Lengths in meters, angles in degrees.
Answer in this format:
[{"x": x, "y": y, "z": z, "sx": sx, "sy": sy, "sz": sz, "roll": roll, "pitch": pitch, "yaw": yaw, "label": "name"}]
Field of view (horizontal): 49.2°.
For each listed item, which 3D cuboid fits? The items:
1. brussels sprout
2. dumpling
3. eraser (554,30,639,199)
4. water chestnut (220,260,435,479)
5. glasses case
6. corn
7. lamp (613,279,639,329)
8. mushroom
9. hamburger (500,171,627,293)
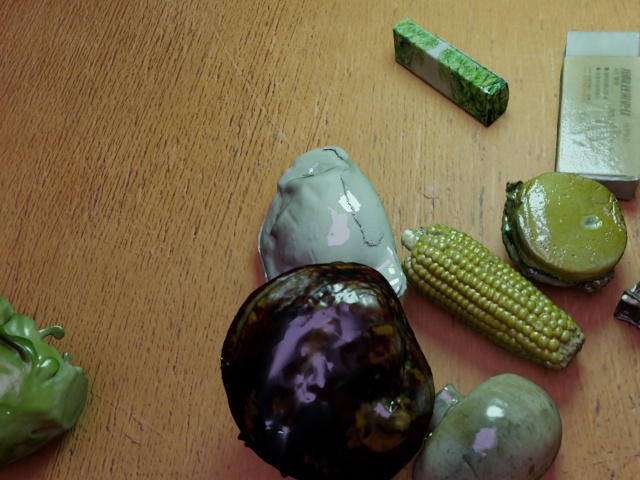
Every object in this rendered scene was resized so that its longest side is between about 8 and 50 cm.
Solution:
[{"x": -0.608, "y": 0.264, "z": 1.219, "sx": 0.371, "sy": 0.276, "sz": 0.315, "roll": 13, "pitch": 54, "yaw": 12, "label": "brussels sprout"}, {"x": -0.001, "y": -0.003, "z": 1.263, "sx": 0.260, "sy": 0.181, "sz": 0.341, "roll": -28, "pitch": 81, "yaw": 11, "label": "dumpling"}, {"x": 0.520, "y": -0.242, "z": 1.310, "sx": 0.144, "sy": 0.078, "sz": 0.344, "roll": 6, "pitch": 64, "yaw": 16, "label": "eraser"}, {"x": -0.001, "y": 0.195, "z": 1.059, "sx": 0.335, "sy": 0.347, "sz": 0.336, "roll": -1, "pitch": 94, "yaw": -19, "label": "water chestnut"}, {"x": 0.261, "y": -0.348, "z": 1.417, "sx": 0.062, "sy": 0.095, "sz": 0.272, "roll": -39, "pitch": 62, "yaw": -13, "label": "glasses case"}, {"x": 0.275, "y": 0.089, "z": 1.171, "sx": 0.347, "sy": 0.130, "sz": 0.130, "roll": 38, "pitch": 77, "yaw": 24, "label": "corn"}, {"x": 0.621, "y": 0.018, "z": 1.148, "sx": 0.325, "sy": 0.089, "sz": 0.090, "roll": -45, "pitch": 63, "yaw": -10, "label": "lamp"}, {"x": 0.236, "y": 0.294, "z": 1.041, "sx": 0.253, "sy": 0.189, "sz": 0.195, "roll": -40, "pitch": 64, "yaw": -10, "label": "mushroom"}, {"x": 0.404, "y": -0.007, "z": 1.180, "sx": 0.189, "sy": 0.122, "sz": 0.215, "roll": -8, "pitch": 64, "yaw": -13, "label": "hamburger"}]
